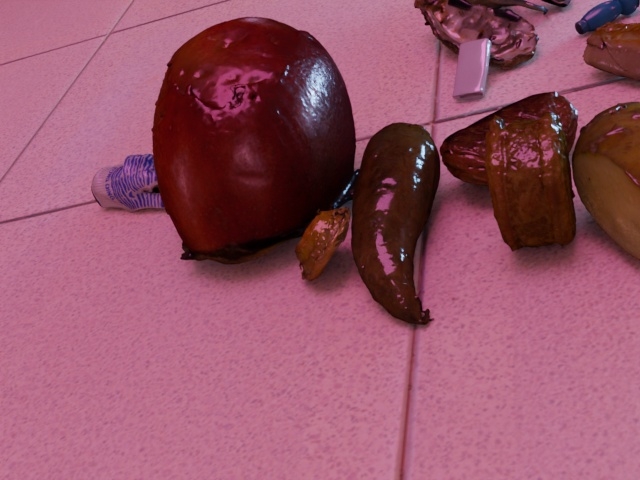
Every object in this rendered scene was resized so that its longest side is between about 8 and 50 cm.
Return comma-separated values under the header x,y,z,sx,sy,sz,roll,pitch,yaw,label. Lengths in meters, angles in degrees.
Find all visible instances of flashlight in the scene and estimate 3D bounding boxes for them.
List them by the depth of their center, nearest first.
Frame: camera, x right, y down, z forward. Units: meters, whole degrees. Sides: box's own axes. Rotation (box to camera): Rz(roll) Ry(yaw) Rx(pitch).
x,y,z,sx,sy,sz,roll,pitch,yaw,label
0.532,-0.423,1.887,0.129,0.051,0.051,-31,32,-9,flashlight

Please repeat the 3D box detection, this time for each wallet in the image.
x,y,z,sx,sy,sz,roll,pitch,yaw,label
0.275,-0.309,1.848,0.061,0.025,0.122,-3,60,26,wallet

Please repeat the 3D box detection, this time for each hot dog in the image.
x,y,z,sx,sy,sz,roll,pitch,yaw,label
0.290,-0.149,1.558,0.226,0.099,0.160,-29,32,-14,hot dog

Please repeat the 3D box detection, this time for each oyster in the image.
x,y,z,sx,sy,sz,roll,pitch,yaw,label
0.296,-0.415,1.985,0.128,0.079,0.345,-42,44,-6,oyster

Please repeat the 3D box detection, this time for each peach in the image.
x,y,z,sx,sy,sz,roll,pitch,yaw,label
-0.118,-0.151,1.663,0.339,0.353,0.417,-17,66,24,peach

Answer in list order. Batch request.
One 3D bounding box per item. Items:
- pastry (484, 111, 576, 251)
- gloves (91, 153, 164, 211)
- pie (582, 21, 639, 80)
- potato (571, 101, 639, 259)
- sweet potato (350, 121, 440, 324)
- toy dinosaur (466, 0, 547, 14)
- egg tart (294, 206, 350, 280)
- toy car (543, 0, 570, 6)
x,y,z,sx,sy,sz,roll,pitch,yaw,label
0.287,-0.081,1.378,0.103,0.189,0.189,-8,33,18,pastry
-0.329,-0.106,1.903,0.229,0.097,0.119,-2,66,22,gloves
0.564,-0.303,1.657,0.128,0.068,0.282,-39,35,-24,pie
0.422,-0.084,1.330,0.176,0.141,0.298,-6,32,6,potato
0.108,-0.038,1.490,0.130,0.131,0.423,-11,40,18,sweet potato
0.338,-0.513,2.123,0.147,0.077,0.363,-20,28,-5,toy dinosaur
0.000,0.000,1.501,0.130,0.052,0.130,-59,5,9,egg tart
0.432,-0.506,2.018,0.142,0.055,0.069,28,29,-2,toy car
